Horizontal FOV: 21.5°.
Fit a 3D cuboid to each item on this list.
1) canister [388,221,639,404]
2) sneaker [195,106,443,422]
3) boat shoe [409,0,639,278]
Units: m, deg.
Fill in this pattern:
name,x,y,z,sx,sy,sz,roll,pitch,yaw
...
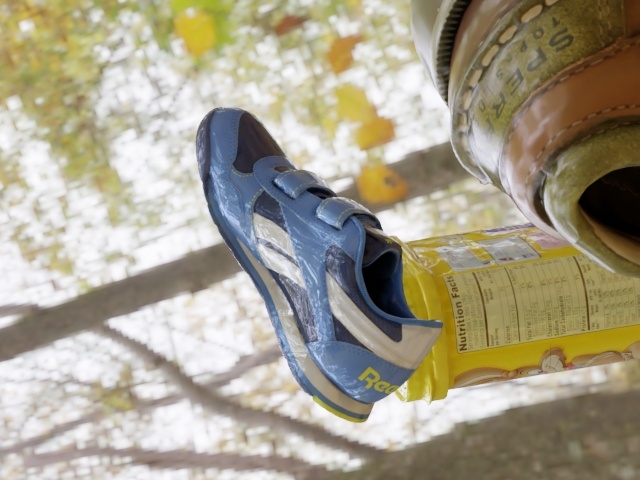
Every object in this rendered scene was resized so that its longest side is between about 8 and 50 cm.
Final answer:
name,x,y,z,sx,sy,sz,roll,pitch,yaw
canister,0.115,0.032,0.934,0.126,0.170,0.073,-126,28,-73
sneaker,0.000,0.000,0.680,0.053,0.059,0.144,0,-125,-59
boat shoe,0.173,-0.015,0.462,0.307,0.110,0.104,5,-141,-20
